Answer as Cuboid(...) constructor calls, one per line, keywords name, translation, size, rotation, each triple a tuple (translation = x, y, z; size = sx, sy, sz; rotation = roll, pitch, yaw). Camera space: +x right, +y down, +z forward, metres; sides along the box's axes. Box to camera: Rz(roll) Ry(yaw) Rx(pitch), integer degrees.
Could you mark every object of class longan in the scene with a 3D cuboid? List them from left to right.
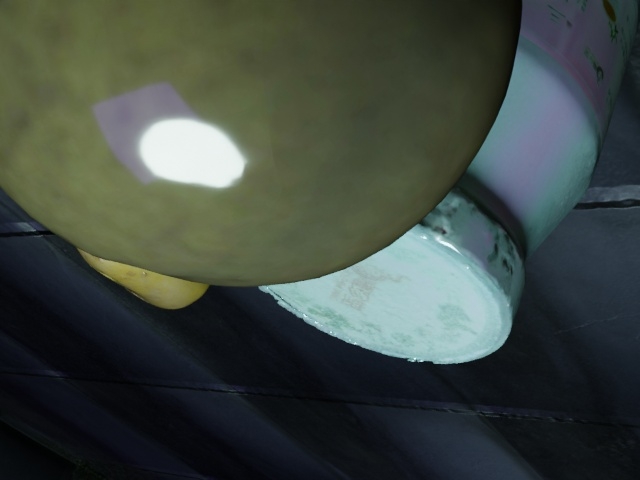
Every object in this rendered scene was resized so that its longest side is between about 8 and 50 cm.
Cuboid(name="longan", translation=(-0.056, -0.130, 0.558), size=(0.319, 0.319, 0.319), rotation=(18, 153, 9))

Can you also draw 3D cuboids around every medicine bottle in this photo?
Cuboid(name="medicine bottle", translation=(0.080, -0.082, 0.800), size=(0.245, 0.290, 0.245), rotation=(18, 153, 10))

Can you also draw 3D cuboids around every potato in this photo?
Cuboid(name="potato", translation=(-0.209, 0.007, 1.364), size=(0.150, 0.146, 0.234), rotation=(59, -178, 23))
